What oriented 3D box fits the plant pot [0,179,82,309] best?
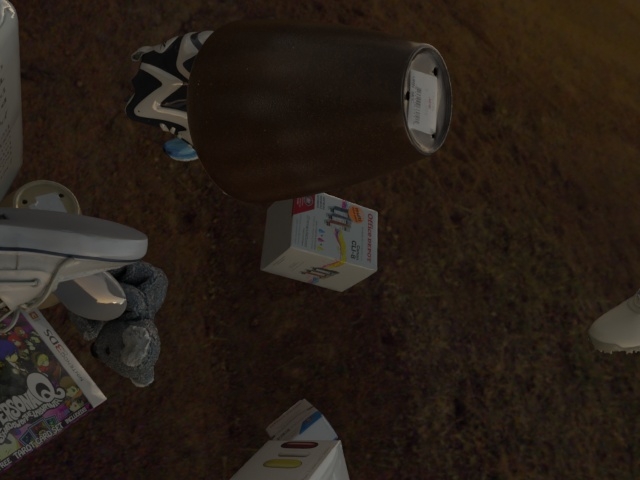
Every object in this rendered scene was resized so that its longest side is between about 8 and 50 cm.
[{"bbox_3d":[-0.629,-0.012,1.340,0.257,0.274,0.256,17,55,-26],"label":"plant pot"}]

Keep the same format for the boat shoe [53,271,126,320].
[{"bbox_3d":[-0.453,0.042,1.043,0.268,0.096,0.088,36,12,-30],"label":"boat shoe"}]

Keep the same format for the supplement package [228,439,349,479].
[{"bbox_3d":[-0.061,0.458,0.918,0.262,0.145,0.203,-25,104,-64],"label":"supplement package"}]

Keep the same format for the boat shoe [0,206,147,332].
[{"bbox_3d":[-0.424,0.045,0.821,0.367,0.136,0.156,1,107,-40],"label":"boat shoe"}]

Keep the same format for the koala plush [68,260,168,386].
[{"bbox_3d":[-0.378,0.169,1.181,0.203,0.196,0.221,-14,60,-22],"label":"koala plush"}]

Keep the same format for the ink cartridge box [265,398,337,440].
[{"bbox_3d":[-0.054,0.508,1.585,0.140,0.191,0.082,-37,96,-14],"label":"ink cartridge box"}]

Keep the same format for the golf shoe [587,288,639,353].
[{"bbox_3d":[0.373,0.059,0.664,0.086,0.176,0.069,60,6,-25],"label":"golf shoe"}]

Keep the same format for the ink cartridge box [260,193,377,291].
[{"bbox_3d":[0.000,0.000,1.094,0.176,0.127,0.128,17,61,-25],"label":"ink cartridge box"}]

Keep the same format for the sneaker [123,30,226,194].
[{"bbox_3d":[-0.189,-0.167,0.832,0.094,0.153,0.234,-73,160,-43],"label":"sneaker"}]

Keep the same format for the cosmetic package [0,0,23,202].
[{"bbox_3d":[-0.436,-0.038,0.400,0.330,0.394,0.327,28,73,-20],"label":"cosmetic package"}]

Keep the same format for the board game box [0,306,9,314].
[{"bbox_3d":[-0.697,0.125,1.274,0.186,0.126,0.026,48,37,-22],"label":"board game box"}]

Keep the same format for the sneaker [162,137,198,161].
[{"bbox_3d":[-0.230,-0.210,1.160,0.162,0.073,0.063,-27,53,-18],"label":"sneaker"}]

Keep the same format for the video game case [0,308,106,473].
[{"bbox_3d":[-0.466,0.216,0.896,0.210,0.042,0.232,51,25,4],"label":"video game case"}]

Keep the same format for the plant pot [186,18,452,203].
[{"bbox_3d":[0.014,-0.143,0.651,0.215,0.231,0.215,-9,102,-52],"label":"plant pot"}]
